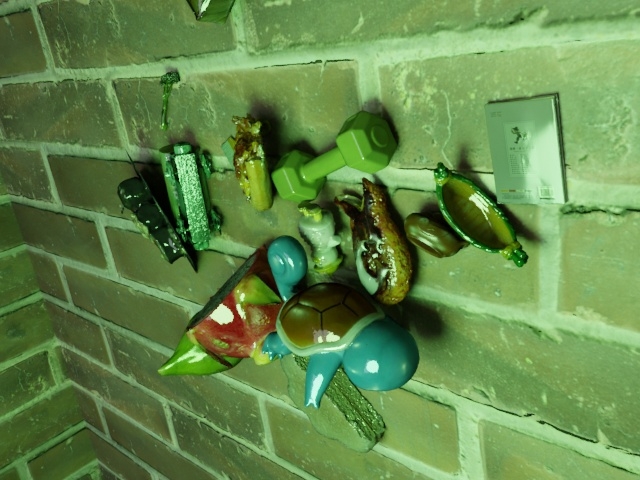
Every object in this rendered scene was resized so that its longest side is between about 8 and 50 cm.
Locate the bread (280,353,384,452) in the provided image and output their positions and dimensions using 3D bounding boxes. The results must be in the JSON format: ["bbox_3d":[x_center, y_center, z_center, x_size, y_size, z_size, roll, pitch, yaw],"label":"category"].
[{"bbox_3d":[0.014,0.410,1.616,0.337,0.102,0.183,50,142,11],"label":"bread"}]

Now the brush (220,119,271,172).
[{"bbox_3d":[-0.178,-0.240,1.528,0.205,0.011,0.083,-29,90,49],"label":"brush"}]

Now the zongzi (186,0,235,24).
[{"bbox_3d":[-0.239,-0.618,1.320,0.221,0.112,0.242,51,130,13],"label":"zongzi"}]

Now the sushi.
[{"bbox_3d":[-0.499,-0.052,1.793,0.373,0.100,0.296,58,167,4],"label":"sushi"}]

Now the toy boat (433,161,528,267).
[{"bbox_3d":[0.276,-0.043,1.099,0.229,0.089,0.088,49,175,7],"label":"toy boat"}]

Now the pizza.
[{"bbox_3d":[-0.160,-0.184,1.423,0.289,0.082,0.228,96,166,-78],"label":"pizza"}]

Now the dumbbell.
[{"bbox_3d":[0.022,-0.164,1.290,0.108,0.121,0.302,42,144,-22],"label":"dumbbell"}]

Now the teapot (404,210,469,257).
[{"bbox_3d":[0.224,-0.016,1.196,0.129,0.078,0.098,31,172,19],"label":"teapot"}]

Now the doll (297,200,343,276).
[{"bbox_3d":[0.000,0.000,1.401,0.129,0.081,0.207,20,138,40],"label":"doll"}]

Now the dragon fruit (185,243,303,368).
[{"bbox_3d":[-0.158,0.188,1.538,0.226,0.305,0.305,43,140,-11],"label":"dragon fruit"}]

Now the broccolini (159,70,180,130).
[{"bbox_3d":[-0.412,-0.382,1.681,0.194,0.054,0.052,111,151,-48],"label":"broccolini"}]

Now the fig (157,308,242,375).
[{"bbox_3d":[-0.343,0.315,1.792,0.206,0.275,0.206,21,123,37],"label":"fig"}]

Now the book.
[{"bbox_3d":[0.343,-0.147,1.042,0.127,0.014,0.181,4,114,44],"label":"book"}]

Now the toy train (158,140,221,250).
[{"bbox_3d":[-0.354,-0.129,1.709,0.189,0.127,0.307,-130,30,-63],"label":"toy train"}]

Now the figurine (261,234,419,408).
[{"bbox_3d":[0.029,0.178,1.329,0.416,0.298,0.242,42,135,27],"label":"figurine"}]

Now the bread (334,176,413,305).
[{"bbox_3d":[0.120,0.004,1.303,0.139,0.095,0.268,-22,80,47],"label":"bread"}]
